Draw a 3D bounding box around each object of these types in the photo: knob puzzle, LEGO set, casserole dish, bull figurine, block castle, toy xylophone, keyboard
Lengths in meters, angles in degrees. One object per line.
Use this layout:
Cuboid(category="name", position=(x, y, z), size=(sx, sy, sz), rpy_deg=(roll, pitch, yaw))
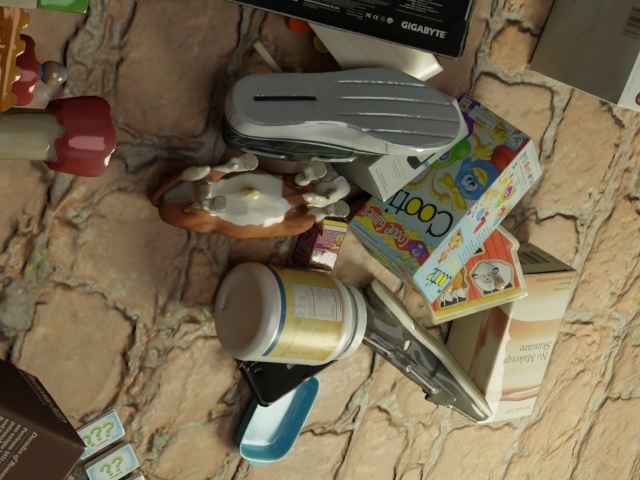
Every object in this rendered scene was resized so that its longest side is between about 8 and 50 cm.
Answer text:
Cuboid(category="knob puzzle", position=(0.236, 0.033, 1.862), size=(0.213, 0.030, 0.213), rpy_deg=(3, 109, 7))
Cuboid(category="LEGO set", position=(-0.375, 0.383, 1.654), size=(0.244, 0.060, 0.183), rpy_deg=(-28, 124, -21))
Cuboid(category="casserole dish", position=(-0.074, 0.280, 1.835), size=(0.114, 0.037, 0.188), rpy_deg=(16, 103, -41))
Cuboid(category="bull figurine", position=(-0.074, -0.057, 1.560), size=(0.310, 0.188, 0.101), rpy_deg=(-3, 81, -28))
Cuboid(category="block castle", position=(-0.286, -0.320, 1.159), size=(0.212, 0.303, 0.453), rpy_deg=(-2, 116, -37))
Cuboid(category="toy xylophone", position=(0.035, -0.289, 1.552), size=(0.236, 0.081, 0.323), rpy_deg=(-24, 138, 7))
Cuboid(category="keyboard", position=(-0.048, 0.176, 1.784), size=(0.180, 0.023, 0.108), rpy_deg=(-31, 98, -30))

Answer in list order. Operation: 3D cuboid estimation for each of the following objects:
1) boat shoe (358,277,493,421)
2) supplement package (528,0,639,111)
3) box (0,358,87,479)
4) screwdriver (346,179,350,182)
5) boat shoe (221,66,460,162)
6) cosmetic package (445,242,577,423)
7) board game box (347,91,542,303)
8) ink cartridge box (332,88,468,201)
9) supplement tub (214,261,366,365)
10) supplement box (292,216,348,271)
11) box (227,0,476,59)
Cuboid(category="boat shoe", position=(0.160, 0.202, 1.887), size=(0.095, 0.112, 0.335), rpy_deg=(-39, 111, 9))
Cuboid(category="supplement package", position=(0.493, -0.354, 1.792), size=(0.145, 0.204, 0.262), rpy_deg=(7, 109, -40))
Cuboid(category="box", position=(-0.489, 0.191, 1.367), size=(0.143, 0.191, 0.381), rpy_deg=(-51, 134, -2))
Cuboid(category="screwdriver", position=(0.022, -0.084, 1.721), size=(0.169, 0.025, 0.024), rpy_deg=(-30, 130, -10))
Cuboid(category="boat shoe", position=(0.023, -0.168, 1.552), size=(0.335, 0.119, 0.121), rpy_deg=(5, 69, -16))
Cuboid(category="cosmetic package", position=(0.328, 0.164, 2.008), size=(0.153, 0.129, 0.296), rpy_deg=(-5, 117, -36))
Cuboid(category="board game box", position=(0.196, -0.065, 1.749), size=(0.275, 0.142, 0.144), rpy_deg=(-49, 154, -5))
Cuboid(category="ink cartridge box", position=(0.111, -0.155, 1.668), size=(0.175, 0.127, 0.072), rpy_deg=(-39, 130, -14))
Cuboid(category="supplement tub", position=(-0.044, 0.113, 1.689), size=(0.199, 0.144, 0.144), rpy_deg=(10, 108, -40))
Cuboid(category="supplement box", position=(0.000, 0.000, 1.728), size=(0.055, 0.043, 0.083), rpy_deg=(9, 108, -40))
Cuboid(category="box", position=(0.053, -0.386, 1.384), size=(0.321, 0.079, 0.257), rpy_deg=(15, 103, 5))
